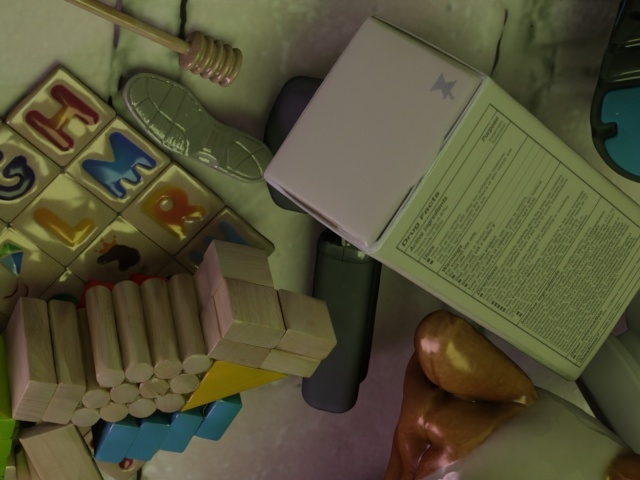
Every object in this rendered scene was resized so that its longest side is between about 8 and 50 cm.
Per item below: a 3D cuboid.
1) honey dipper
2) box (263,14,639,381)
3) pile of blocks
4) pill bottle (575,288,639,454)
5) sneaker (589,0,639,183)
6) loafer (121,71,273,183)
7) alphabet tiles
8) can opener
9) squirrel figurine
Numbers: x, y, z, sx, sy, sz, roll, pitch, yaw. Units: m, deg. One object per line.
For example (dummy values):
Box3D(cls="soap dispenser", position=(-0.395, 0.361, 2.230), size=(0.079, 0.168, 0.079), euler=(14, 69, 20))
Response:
Box3D(cls="honey dipper", position=(-0.128, -0.149, 1.376), size=(0.160, 0.030, 0.030), euler=(23, 112, -28))
Box3D(cls="box", position=(0.115, -0.023, 1.433), size=(0.148, 0.121, 0.311), euler=(-55, 141, 0))
Box3D(cls="pile of blocks", position=(-0.170, 0.095, 1.439), size=(0.362, 0.113, 0.149), euler=(-14, 135, -1))
Box3D(cls="pill bottle", position=(0.361, 0.072, 1.635), size=(0.301, 0.169, 0.169), euler=(-32, 129, 0))
Box3D(cls="sneaker", position=(0.278, -0.210, 1.450), size=(0.125, 0.139, 0.341), euler=(24, 97, 2))
Box3D(cls="loafer", position=(-0.093, -0.078, 1.428), size=(0.125, 0.039, 0.045), euler=(32, 80, -21))
Box3D(cls="alphabet tiles", position=(-0.207, 0.038, 1.457), size=(0.285, 0.011, 0.342), euler=(-43, 121, 10))
Box3D(cls="can opener", position=(0.000, 0.000, 1.517), size=(0.095, 0.076, 0.283), euler=(12, 124, 9))
Box3D(cls="squirrel figurine", position=(0.083, 0.292, 1.542), size=(0.281, 0.397, 0.370), euler=(34, 79, -2))
